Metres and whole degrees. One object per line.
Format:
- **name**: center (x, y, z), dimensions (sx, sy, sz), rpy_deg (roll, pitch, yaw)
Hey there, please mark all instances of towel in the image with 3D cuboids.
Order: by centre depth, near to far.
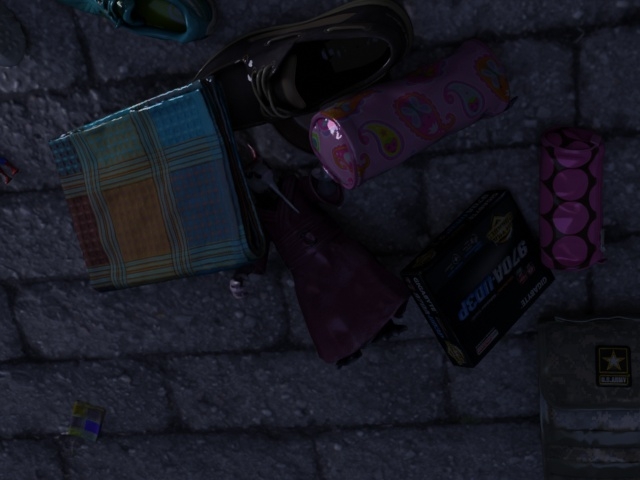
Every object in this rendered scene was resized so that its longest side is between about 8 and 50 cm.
- **towel**: center (-0.256, -0.068, 1.462), dimensions (0.370, 0.040, 0.271), rpy_deg (-12, 96, 38)
- **towel**: center (-0.434, 0.336, 1.809), dimensions (0.060, 0.009, 0.083), rpy_deg (20, 117, -1)

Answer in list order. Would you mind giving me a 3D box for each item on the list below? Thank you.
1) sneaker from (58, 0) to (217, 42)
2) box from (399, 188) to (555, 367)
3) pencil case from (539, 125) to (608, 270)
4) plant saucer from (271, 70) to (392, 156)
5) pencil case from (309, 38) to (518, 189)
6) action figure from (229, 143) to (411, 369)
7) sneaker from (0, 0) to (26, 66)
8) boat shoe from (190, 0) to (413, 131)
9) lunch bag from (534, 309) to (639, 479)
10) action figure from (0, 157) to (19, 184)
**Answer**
- **sneaker**: center (-0.283, -0.353, 1.398), dimensions (0.275, 0.110, 0.107), rpy_deg (17, 117, 2)
- **box**: center (0.238, 0.054, 1.458), dimensions (0.051, 0.220, 0.175), rpy_deg (-3, 122, 56)
- **pencil case**: center (0.374, -0.061, 1.440), dimensions (0.098, 0.095, 0.209), rpy_deg (11, 121, 36)
- **plant saucer**: center (0.013, -0.221, 1.453), dimensions (0.199, 0.036, 0.198), rpy_deg (4, 116, 8)
- **pencil case**: center (0.127, -0.173, 1.340), dimensions (0.284, 0.124, 0.124), rpy_deg (-28, 114, -22)
- **action figure**: center (0.000, 0.000, 1.503), dimensions (0.248, 0.276, 0.370), rpy_deg (-36, 86, 17)
- **sneaker**: center (-0.552, -0.337, 1.475), dimensions (0.235, 0.090, 0.095), rpy_deg (40, 128, -6)
- **boat shoe**: center (-0.045, -0.237, 1.361), dimensions (0.356, 0.130, 0.132), rpy_deg (-23, 109, 18)
- **lunch bag**: center (0.462, 0.249, 1.534), dimensions (0.235, 0.169, 0.286), rpy_deg (-3, 107, 14)
- **action figure**: center (-0.548, -0.140, 1.591), dimensions (0.115, 0.030, 0.038), rpy_deg (41, 120, -9)
